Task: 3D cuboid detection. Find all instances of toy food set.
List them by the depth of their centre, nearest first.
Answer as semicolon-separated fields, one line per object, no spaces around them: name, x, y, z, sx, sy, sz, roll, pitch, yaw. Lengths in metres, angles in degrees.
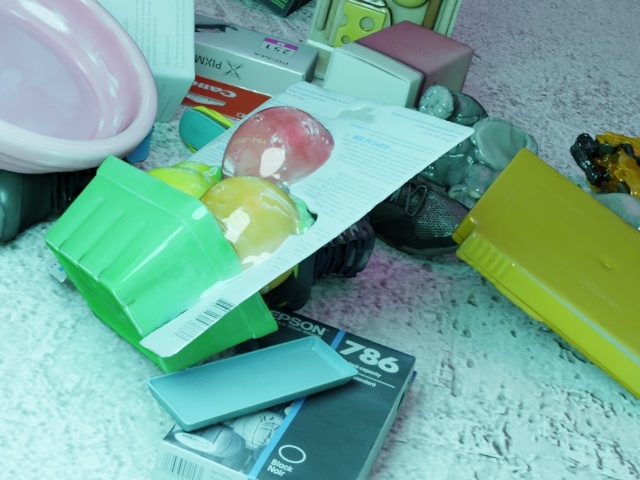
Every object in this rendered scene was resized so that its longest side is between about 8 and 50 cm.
toy food set;0.101;-0.367;1.902;0.220;0.306;0.092;19;30;4

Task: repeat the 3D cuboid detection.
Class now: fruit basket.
fruit basket;-0.069;-0.029;1.204;0.353;0.165;0.327;-33;29;-21

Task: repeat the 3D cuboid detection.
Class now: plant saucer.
plant saucer;-0.058;0.125;1.097;0.192;0.018;0.067;-12;38;-39
plant saucer;-0.332;-0.187;1.297;0.332;0.084;0.332;28;34;-21

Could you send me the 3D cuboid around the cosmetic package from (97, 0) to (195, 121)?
cosmetic package;-0.363;-0.293;1.605;0.385;0.156;0.217;6;70;-18

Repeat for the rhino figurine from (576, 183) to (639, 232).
rhino figurine;0.397;-0.006;1.604;0.243;0.106;0.073;22;28;12

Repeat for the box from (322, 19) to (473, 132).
box;0.106;-0.213;1.795;0.127;0.148;0.232;27;30;19

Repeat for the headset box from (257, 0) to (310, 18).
headset box;-0.020;-0.559;2.250;0.131;0.283;0.246;35;31;4

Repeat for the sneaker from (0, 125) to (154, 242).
sneaker;-0.288;-0.092;1.401;0.140;0.125;0.341;18;28;1

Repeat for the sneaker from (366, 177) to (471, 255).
sneaker;0.083;-0.059;1.508;0.228;0.130;0.087;25;70;21

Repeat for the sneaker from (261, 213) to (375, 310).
sneaker;0.000;0.000;1.379;0.121;0.111;0.300;20;22;-2

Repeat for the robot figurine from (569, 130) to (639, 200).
robot figurine;0.469;-0.066;1.777;0.211;0.085;0.291;9;29;-13

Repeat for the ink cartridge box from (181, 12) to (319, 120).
ink cartridge box;-0.158;-0.265;1.858;0.275;0.060;0.239;17;26;3

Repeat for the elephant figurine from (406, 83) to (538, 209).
elephant figurine;0.206;-0.082;1.638;0.239;0.186;0.169;45;-3;21

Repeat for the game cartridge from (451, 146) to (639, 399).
game cartridge;0.317;0.043;1.438;0.324;0.052;0.285;37;31;6

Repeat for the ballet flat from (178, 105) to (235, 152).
ballet flat;-0.096;-0.107;1.588;0.077;0.077;0.231;12;21;-44

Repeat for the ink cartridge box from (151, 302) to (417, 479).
ink cartridge box;-0.015;0.151;1.157;0.165;0.065;0.332;19;27;9
